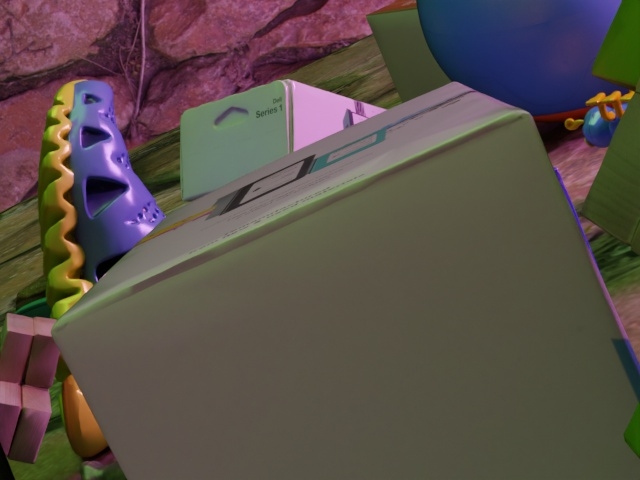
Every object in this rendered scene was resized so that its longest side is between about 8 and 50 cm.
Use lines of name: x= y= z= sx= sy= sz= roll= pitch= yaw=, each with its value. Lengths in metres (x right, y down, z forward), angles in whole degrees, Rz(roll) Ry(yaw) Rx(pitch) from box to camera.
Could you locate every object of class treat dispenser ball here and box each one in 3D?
treat dispenser ball: x=0.243 y=-0.267 z=1.197 sx=0.288 sy=0.288 sz=0.288 roll=-23 pitch=15 yaw=6

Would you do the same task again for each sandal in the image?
sandal: x=-0.165 y=0.016 z=0.967 sx=0.138 sy=0.317 sz=0.126 roll=-7 pitch=-11 yaw=-15

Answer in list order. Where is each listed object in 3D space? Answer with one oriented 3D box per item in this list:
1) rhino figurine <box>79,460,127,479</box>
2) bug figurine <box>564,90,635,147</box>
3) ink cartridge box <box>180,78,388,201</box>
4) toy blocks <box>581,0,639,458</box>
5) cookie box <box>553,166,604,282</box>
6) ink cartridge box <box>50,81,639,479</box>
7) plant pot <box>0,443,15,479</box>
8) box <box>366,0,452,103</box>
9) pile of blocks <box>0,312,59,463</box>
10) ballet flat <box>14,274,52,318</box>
rhino figurine: x=-0.085 y=0.125 z=0.793 sx=0.106 sy=0.073 sz=0.243 roll=-26 pitch=13 yaw=11
bug figurine: x=0.357 y=-0.138 z=0.993 sx=0.216 sy=0.072 sz=0.279 roll=1 pitch=24 yaw=46
ink cartridge box: x=-0.009 y=-0.078 z=1.134 sx=0.160 sy=0.092 sz=0.219 roll=-12 pitch=-14 yaw=43
toy blocks: x=0.246 y=0.025 z=0.292 sx=0.381 sy=0.261 sz=0.190 roll=-118 pitch=49 yaw=-74
cookie box: x=0.128 y=0.018 z=0.750 sx=0.092 sy=0.107 sz=0.040 roll=-28 pitch=16 yaw=-8
ink cartridge box: x=0.030 y=0.055 z=0.556 sx=0.197 sy=0.198 sz=0.270 roll=-24 pitch=8 yaw=6
plant pot: x=-0.273 y=0.162 z=0.669 sx=0.188 sy=0.166 sz=0.187 roll=-5 pitch=3 yaw=-32
box: x=0.270 y=-0.293 z=1.490 sx=0.345 sy=0.168 sz=0.215 roll=-28 pitch=15 yaw=-12
pile of blocks: x=-0.342 y=0.169 z=0.813 sx=0.362 sy=0.149 sz=0.112 roll=-38 pitch=21 yaw=-3
ballet flat: x=-0.194 y=0.046 z=1.163 sx=0.342 sy=0.116 sz=0.124 roll=-14 pitch=31 yaw=53
